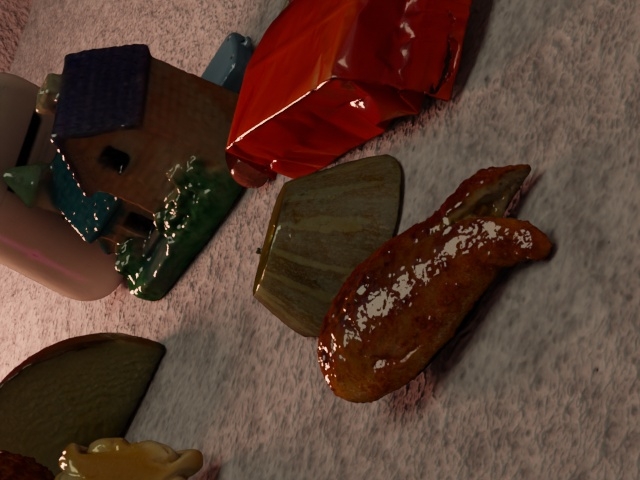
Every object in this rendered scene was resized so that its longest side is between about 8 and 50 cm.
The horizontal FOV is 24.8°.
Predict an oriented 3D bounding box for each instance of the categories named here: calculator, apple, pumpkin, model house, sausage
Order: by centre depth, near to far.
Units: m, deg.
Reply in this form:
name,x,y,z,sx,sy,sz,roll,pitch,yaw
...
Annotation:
name,x,y,z,sx,sy,sz,roll,pitch,yaw
pumpkin,-0.012,-0.006,1.579,0.217,0.110,0.217,-51,29,43
sausage,-0.093,-0.105,1.922,0.059,0.054,0.094,-63,22,23
apple,-0.363,0.262,2.029,0.346,0.179,0.254,-62,-16,6
model house,-0.293,-0.109,2.080,0.312,0.280,0.245,-50,27,37
calculator,-0.162,-0.226,2.225,0.210,0.039,0.121,-55,26,24

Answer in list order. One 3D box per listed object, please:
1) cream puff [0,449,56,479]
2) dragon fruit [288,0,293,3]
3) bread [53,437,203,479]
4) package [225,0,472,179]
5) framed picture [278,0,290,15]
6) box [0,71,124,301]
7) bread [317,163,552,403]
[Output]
name,x,y,z,sx,sy,sz,roll,pitch,yaw
cream puff,-0.373,0.409,1.760,0.350,0.228,0.350,165,90,-88
dragon fruit,0.035,-0.345,1.852,0.153,0.111,0.153,25,123,45
bread,-0.233,0.369,1.611,0.121,0.172,0.311,87,-170,-56
package,0.025,-0.204,1.667,0.423,0.123,0.196,-21,51,62
framed picture,-0.026,-0.306,2.031,0.250,0.016,0.184,-60,23,12
box,-0.432,-0.082,2.281,0.141,0.349,0.289,-19,49,46
bread,0.091,0.037,1.306,0.269,0.095,0.139,-49,34,27
